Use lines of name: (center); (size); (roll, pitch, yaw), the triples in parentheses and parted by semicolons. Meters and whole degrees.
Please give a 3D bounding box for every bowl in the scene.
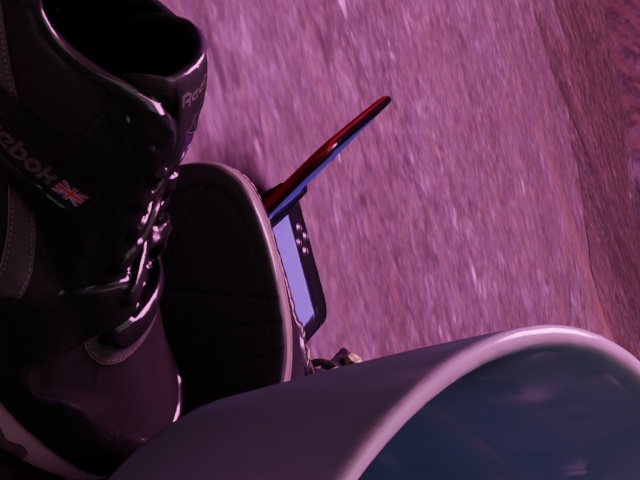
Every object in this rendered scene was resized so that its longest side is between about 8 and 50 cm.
bowl: (0.005, 0.176, 0.674); (0.311, 0.163, 0.311); (-10, 103, -50)

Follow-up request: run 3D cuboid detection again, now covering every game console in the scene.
game console: (0.000, 0.000, 0.981); (0.144, 0.085, 0.124); (-44, 121, -68)

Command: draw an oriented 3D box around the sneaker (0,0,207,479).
sneaker: (-0.090, -0.021, 0.659); (0.107, 0.124, 0.283); (-78, 151, -49)

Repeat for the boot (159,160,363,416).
boot: (-0.028, 0.067, 0.859); (0.178, 0.085, 0.236); (-40, 124, -70)
